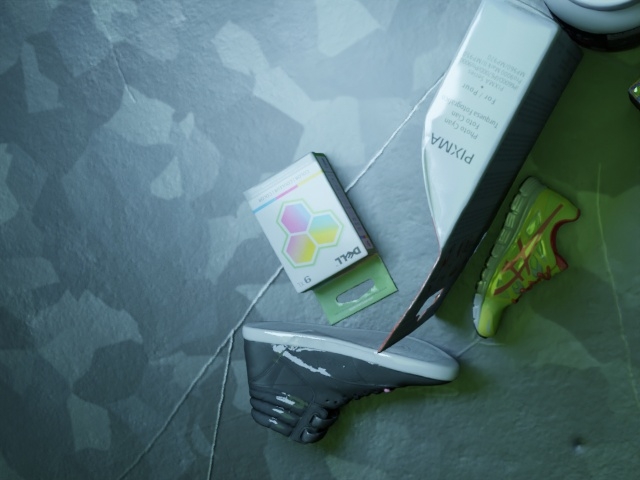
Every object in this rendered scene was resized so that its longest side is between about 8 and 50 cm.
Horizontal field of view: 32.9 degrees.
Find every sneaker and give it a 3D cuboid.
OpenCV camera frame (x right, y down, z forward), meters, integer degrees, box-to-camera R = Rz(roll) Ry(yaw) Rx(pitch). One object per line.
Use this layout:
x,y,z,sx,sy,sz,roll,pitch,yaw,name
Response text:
0.035,0.193,1.400,0.296,0.104,0.147,6,97,21,sneaker
0.252,0.031,1.333,0.094,0.081,0.208,24,99,12,sneaker

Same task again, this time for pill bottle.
0.319,-0.301,1.189,0.162,0.278,0.162,1,93,17,pill bottle

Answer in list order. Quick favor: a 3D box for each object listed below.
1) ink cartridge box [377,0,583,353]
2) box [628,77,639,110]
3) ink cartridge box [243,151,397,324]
0.160,-0.075,1.235,0.091,0.308,0.385,31,103,13,ink cartridge box
0.542,-0.151,1.184,0.279,0.177,0.290,-43,81,15,box
0.000,0.000,1.415,0.109,0.062,0.209,-30,85,15,ink cartridge box
